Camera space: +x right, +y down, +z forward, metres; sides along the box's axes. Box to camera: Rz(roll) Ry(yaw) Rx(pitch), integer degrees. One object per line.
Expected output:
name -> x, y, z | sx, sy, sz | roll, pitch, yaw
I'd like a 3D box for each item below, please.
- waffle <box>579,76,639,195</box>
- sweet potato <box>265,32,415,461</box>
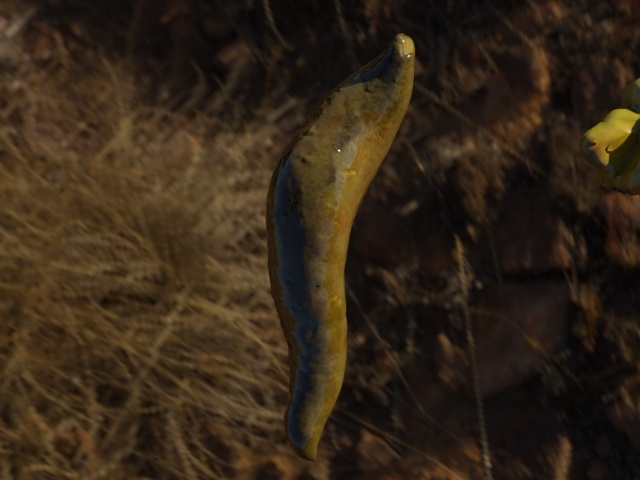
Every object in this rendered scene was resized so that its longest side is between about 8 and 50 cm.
waffle -> 0.244, 0.040, 0.705 | 0.260, 0.293, 0.069 | 28, 83, 30
sweet potato -> -0.002, 0.002, 1.042 | 0.069, 0.059, 0.249 | 10, 96, -22
